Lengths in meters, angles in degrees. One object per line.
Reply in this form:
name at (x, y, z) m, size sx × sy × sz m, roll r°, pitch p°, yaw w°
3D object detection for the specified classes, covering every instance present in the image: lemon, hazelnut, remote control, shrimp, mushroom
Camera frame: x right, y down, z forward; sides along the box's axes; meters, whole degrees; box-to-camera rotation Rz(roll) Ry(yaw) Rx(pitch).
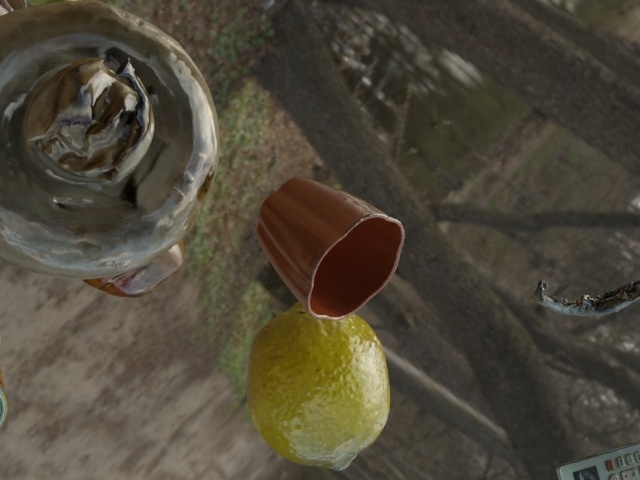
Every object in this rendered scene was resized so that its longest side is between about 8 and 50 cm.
lemon at (-0.006, 0.296, 1.959) m, size 0.336 × 0.336 × 0.336 m, roll -46°, pitch 173°, yaw -7°
hazelnut at (-0.302, 0.002, 1.491) m, size 0.182 × 0.182 × 0.182 m, roll -46°, pitch 173°, yaw -7°
remote control at (0.351, 0.267, 1.085) m, size 0.166 × 0.065 × 0.029 m, roll -13°, pitch 174°, yaw -12°
shrimp at (0.420, 0.083, 1.502) m, size 0.195 × 0.148 × 0.035 m, roll -34°, pitch -139°, yaw 57°
mushroom at (-0.297, -0.133, 1.182) m, size 0.362 × 0.362 × 0.295 m, roll -44°, pitch -171°, yaw -22°

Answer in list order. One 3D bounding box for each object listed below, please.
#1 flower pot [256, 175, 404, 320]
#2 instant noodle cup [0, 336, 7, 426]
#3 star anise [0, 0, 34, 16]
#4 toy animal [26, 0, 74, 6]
flower pot at (0.000, 0.000, 1.422) m, size 0.191 × 0.173 × 0.190 m, roll -30°, pitch 141°, yaw -29°
instant noodle cup at (-0.708, 0.263, 1.769) m, size 0.264 × 0.200 × 0.264 m, roll -18°, pitch 133°, yaw -21°
star anise at (-0.477, -0.299, 1.493) m, size 0.109 × 0.292 × 0.349 m, roll -28°, pitch -140°, yaw 7°
toy animal at (-0.561, -0.452, 1.814) m, size 0.338 × 0.216 × 0.191 m, roll -62°, pitch -179°, yaw 5°
